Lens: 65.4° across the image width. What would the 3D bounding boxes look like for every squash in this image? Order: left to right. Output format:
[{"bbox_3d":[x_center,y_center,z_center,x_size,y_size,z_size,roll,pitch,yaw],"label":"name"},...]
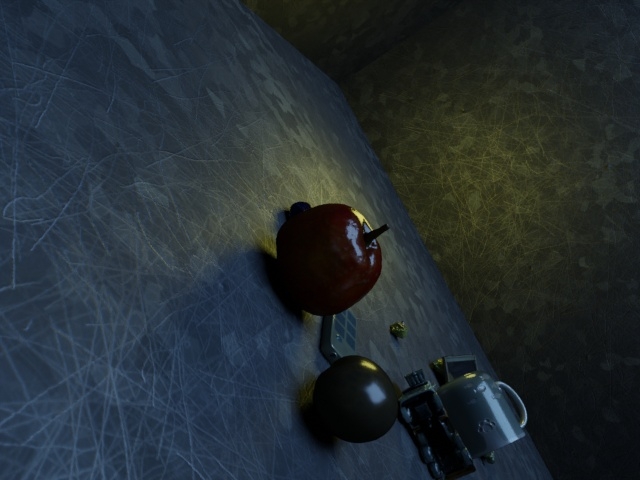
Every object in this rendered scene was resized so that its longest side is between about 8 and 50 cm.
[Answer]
[{"bbox_3d":[0.559,0.582,2.229,0.224,0.094,0.094,36,29,-38],"label":"squash"}]

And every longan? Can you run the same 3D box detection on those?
[{"bbox_3d":[0.079,0.358,1.126,0.198,0.198,0.212,60,6,-1],"label":"longan"}]

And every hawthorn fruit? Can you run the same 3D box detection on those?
[{"bbox_3d":[0.044,0.034,1.298,0.287,0.330,0.286,36,38,-35],"label":"hawthorn fruit"}]

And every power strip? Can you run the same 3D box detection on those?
[{"bbox_3d":[0.055,0.266,1.419,0.118,0.046,0.270,53,20,-20],"label":"power strip"}]

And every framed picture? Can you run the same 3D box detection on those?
[{"bbox_3d":[0.637,0.610,2.231,0.266,0.018,0.192,8,69,-42],"label":"framed picture"}]

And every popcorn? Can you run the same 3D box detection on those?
[{"bbox_3d":[0.308,0.348,1.941,0.083,0.060,0.068,11,51,-56],"label":"popcorn"}]

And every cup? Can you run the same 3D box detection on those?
[{"bbox_3d":[0.631,0.649,1.914,0.357,0.259,0.274,-11,62,-27],"label":"cup"}]

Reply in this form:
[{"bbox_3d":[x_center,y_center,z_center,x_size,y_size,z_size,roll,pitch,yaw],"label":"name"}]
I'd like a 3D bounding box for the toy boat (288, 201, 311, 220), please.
[{"bbox_3d":[-0.013,-0.027,1.655,0.318,0.072,0.219,23,44,-67],"label":"toy boat"}]

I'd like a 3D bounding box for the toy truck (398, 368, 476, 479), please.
[{"bbox_3d":[0.360,0.586,1.615,0.338,0.133,0.184,63,8,-2],"label":"toy truck"}]

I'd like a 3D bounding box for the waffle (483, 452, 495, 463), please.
[{"bbox_3d":[0.699,0.829,2.247,0.291,0.056,0.309,60,17,0],"label":"waffle"}]
